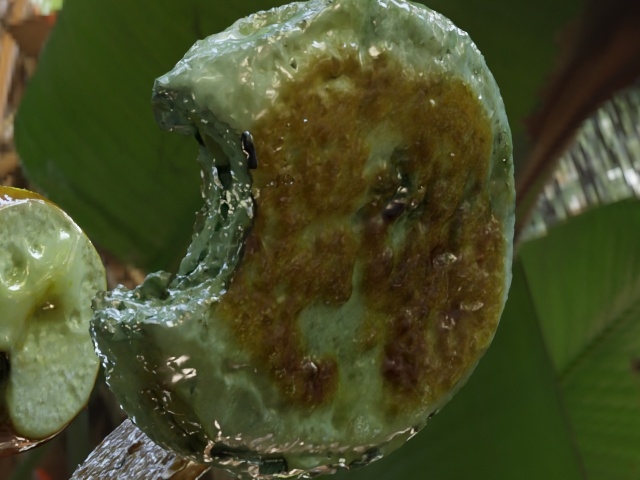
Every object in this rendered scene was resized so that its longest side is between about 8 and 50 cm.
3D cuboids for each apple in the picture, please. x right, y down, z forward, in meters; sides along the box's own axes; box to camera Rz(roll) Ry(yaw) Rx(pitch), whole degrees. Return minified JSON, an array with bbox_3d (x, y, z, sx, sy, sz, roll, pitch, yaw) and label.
[{"bbox_3d":[-0.237,0.056,1.185,0.160,0.173,0.195,-18,-41,30],"label":"apple"}]

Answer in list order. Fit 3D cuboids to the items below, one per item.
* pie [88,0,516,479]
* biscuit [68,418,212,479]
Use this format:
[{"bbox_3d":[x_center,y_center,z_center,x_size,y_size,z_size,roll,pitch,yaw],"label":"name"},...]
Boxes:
[{"bbox_3d":[0.006,0.001,1.000,0.302,0.067,0.303,-18,-64,-42],"label":"pie"},{"bbox_3d":[-0.143,0.184,1.409,0.212,0.212,0.036,-36,-75,22],"label":"biscuit"}]
